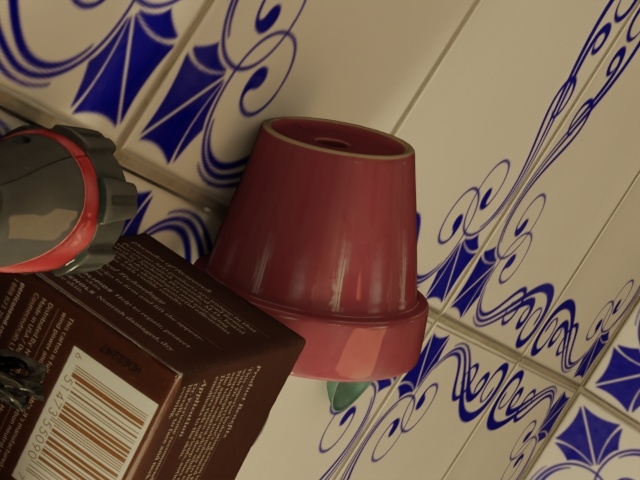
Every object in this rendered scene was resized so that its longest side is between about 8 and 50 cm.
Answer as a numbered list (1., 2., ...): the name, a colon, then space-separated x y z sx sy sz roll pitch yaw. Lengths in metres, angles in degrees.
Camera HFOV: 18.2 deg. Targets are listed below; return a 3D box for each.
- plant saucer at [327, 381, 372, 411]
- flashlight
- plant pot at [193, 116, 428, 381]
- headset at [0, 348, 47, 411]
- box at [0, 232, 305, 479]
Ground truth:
1. plant saucer: 0.041 0.132 2.179 0.119 0.021 0.119 -47 158 -26
2. flashlight: -0.224 -0.023 1.186 0.304 0.103 0.103 -1 96 -66
3. plant pot: 0.000 0.000 1.646 0.201 0.201 0.180 -17 122 -61
4. headset: -0.289 0.254 1.290 0.243 0.185 0.394 24 76 -60
5. box: -0.151 0.110 1.461 0.168 0.167 0.203 -63 160 15
